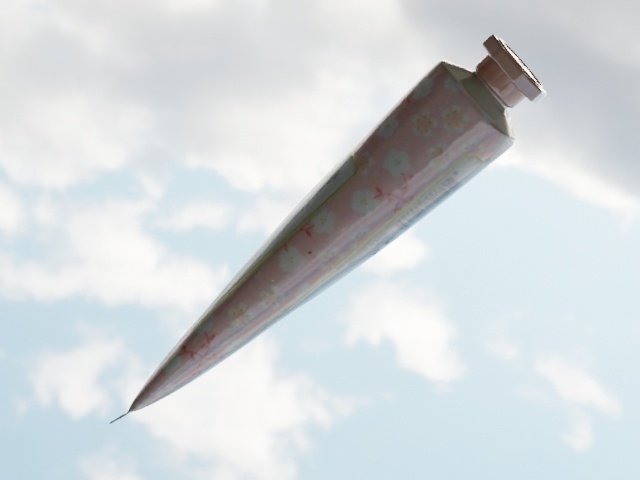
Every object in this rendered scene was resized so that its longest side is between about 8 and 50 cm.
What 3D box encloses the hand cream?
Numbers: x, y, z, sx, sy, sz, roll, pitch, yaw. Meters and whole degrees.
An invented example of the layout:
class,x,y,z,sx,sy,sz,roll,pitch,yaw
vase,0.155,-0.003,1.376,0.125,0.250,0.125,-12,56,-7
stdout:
class,x,y,z,sx,sy,sz,roll,pitch,yaw
hand cream,0.000,0.000,0.619,0.043,0.209,0.067,49,-167,0
